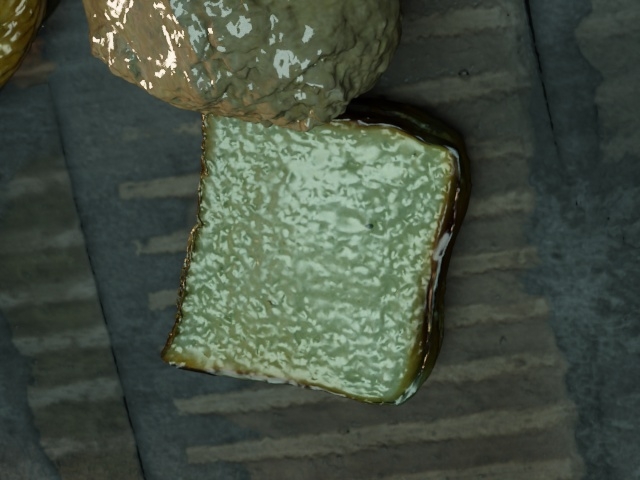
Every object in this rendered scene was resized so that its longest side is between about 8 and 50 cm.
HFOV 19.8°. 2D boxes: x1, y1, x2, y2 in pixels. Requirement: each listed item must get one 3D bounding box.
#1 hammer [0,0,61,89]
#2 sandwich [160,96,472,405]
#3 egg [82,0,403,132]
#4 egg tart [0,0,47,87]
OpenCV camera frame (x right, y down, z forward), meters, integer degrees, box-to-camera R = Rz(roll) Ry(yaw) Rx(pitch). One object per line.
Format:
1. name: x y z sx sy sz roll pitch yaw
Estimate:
1. hammer: -0.304 -0.188 1.804 0.125 0.027 0.297 37 113 -4
2. sandwich: 0.000 0.000 1.781 0.271 0.099 0.301 11 109 3
3. egg: -0.075 -0.232 1.615 0.310 0.279 0.279 31 115 23
4. egg tart: -0.417 -0.273 1.729 0.352 0.150 0.352 3 112 7
